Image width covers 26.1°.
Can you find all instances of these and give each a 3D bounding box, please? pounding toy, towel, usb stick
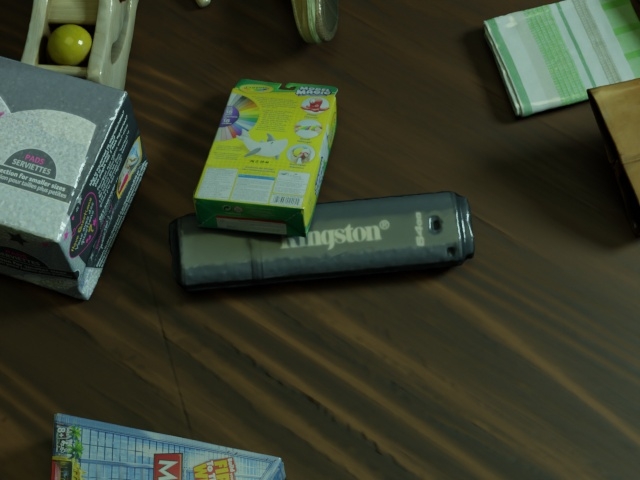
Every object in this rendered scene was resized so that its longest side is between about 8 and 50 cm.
[{"bbox_3d":[-0.193,-0.261,1.330,0.155,0.154,0.269,4,66,4],"label":"pounding toy"},{"bbox_3d":[0.246,-0.184,1.353,0.152,0.023,0.113,-15,68,-7],"label":"towel"},{"bbox_3d":[0.000,0.000,1.263,0.278,0.045,0.077,-5,65,0],"label":"usb stick"}]

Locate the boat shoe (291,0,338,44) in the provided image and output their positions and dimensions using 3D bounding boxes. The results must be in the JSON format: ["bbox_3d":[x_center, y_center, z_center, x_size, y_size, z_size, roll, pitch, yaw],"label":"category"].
[{"bbox_3d":[-0.024,-0.270,1.384,0.072,0.068,0.190,-10,55,11],"label":"boat shoe"}]

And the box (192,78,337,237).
[{"bbox_3d":[-0.047,-0.083,1.280,0.105,0.043,0.179,6,48,10],"label":"box"}]

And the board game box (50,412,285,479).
[{"bbox_3d":[-0.126,0.241,1.150,0.194,0.060,0.194,-3,65,2],"label":"board game box"}]

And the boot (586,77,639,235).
[{"bbox_3d":[0.375,-0.169,1.267,0.280,0.096,0.264,-18,104,-4],"label":"boot"}]

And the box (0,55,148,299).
[{"bbox_3d":[-0.307,-0.070,1.254,0.247,0.142,0.163,16,67,10],"label":"box"}]
